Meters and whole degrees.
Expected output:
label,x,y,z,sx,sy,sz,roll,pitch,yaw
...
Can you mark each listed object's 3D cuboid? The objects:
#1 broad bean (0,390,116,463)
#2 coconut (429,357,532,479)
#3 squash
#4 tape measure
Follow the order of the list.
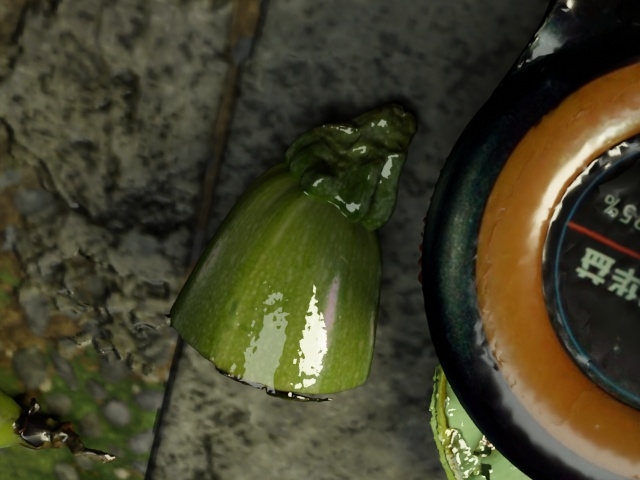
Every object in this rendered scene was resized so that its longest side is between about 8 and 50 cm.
label,x,y,z,sx,sy,sz,roll,pitch,yaw
broad bean,-0.261,0.038,0.718,0.325,0.067,0.075,42,94,-18
coconut,0.116,0.072,0.641,0.158,0.055,0.133,-38,101,29
squash,-0.006,-0.006,0.616,0.105,0.105,0.132,20,110,3
tape measure,0.143,0.003,0.527,0.202,0.135,0.223,24,94,6
